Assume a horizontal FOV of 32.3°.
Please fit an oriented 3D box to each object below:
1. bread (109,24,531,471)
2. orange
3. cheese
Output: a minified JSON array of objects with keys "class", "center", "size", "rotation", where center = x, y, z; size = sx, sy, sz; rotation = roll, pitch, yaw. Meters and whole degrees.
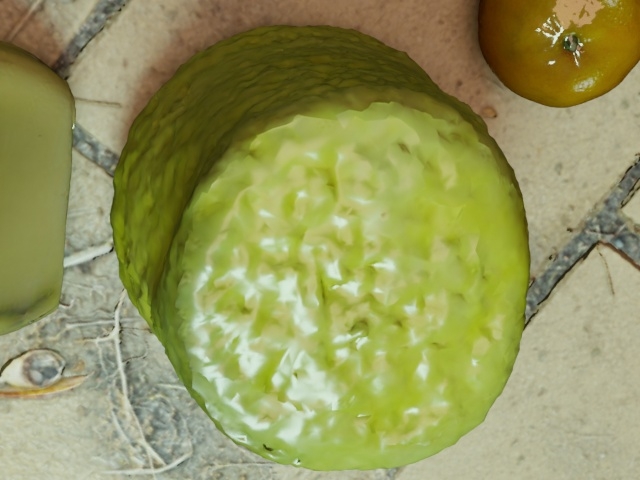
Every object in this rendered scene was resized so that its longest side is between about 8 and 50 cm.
[{"class":"bread","center":[0.000,0.000,0.907],"size":[0.348,0.308,0.348],"rotation":[-2,102,-9]},{"class":"orange","center":[0.216,-0.193,0.978],"size":[0.156,0.124,0.156],"rotation":[2,113,4]},{"class":"cheese","center":[-0.345,-0.038,0.879],"size":[0.316,0.128,0.259],"rotation":[0,97,-38]}]
